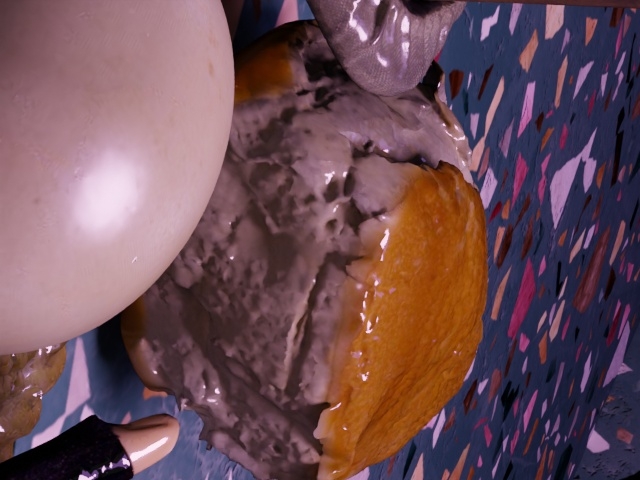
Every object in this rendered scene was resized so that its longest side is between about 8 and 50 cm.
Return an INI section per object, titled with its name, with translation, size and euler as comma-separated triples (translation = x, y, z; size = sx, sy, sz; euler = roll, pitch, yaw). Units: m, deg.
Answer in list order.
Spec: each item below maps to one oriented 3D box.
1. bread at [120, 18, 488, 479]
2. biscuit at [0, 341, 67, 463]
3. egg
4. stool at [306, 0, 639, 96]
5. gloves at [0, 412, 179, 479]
[bread]
translation = 0.000, 0.000, 1.066
size = 0.250, 0.225, 0.279
euler = -25, 138, -56
[biscuit]
translation = -0.203, 0.081, 0.875
size = 0.273, 0.036, 0.187
euler = -50, 154, -50
[egg]
translation = -0.135, -0.063, 0.721
size = 0.188, 0.188, 0.254
euler = 81, 24, -50
[stool]
translation = 0.101, -0.290, 0.959
size = 0.310, 0.226, 0.310
euler = 64, 32, -27
[gloves]
translation = -0.175, 0.216, 0.834
size = 0.301, 0.152, 0.197
euler = -41, -173, -14
